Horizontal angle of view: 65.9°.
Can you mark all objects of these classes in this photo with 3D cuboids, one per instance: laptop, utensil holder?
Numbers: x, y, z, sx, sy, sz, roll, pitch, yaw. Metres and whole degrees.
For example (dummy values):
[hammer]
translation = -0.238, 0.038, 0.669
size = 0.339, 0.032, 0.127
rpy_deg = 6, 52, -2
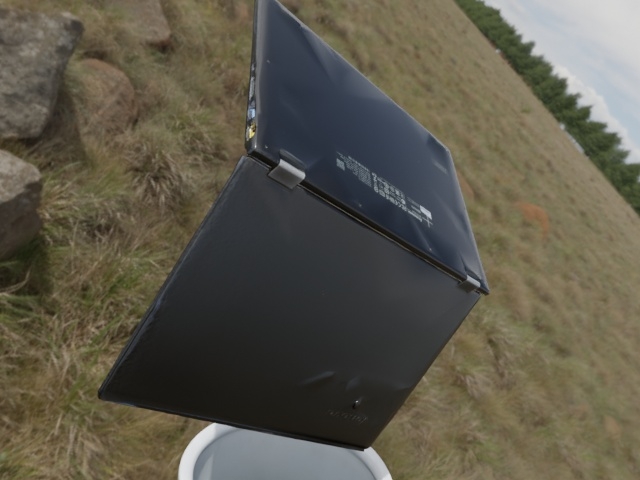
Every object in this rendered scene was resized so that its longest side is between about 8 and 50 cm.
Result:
[laptop]
translation = 0.000, 0.000, 0.612
size = 0.381, 0.236, 0.408
rpy_deg = 28, 44, -36
[utensil holder]
translation = -0.082, 0.527, 0.781
size = 0.327, 0.386, 0.328
rpy_deg = 11, 11, -2
